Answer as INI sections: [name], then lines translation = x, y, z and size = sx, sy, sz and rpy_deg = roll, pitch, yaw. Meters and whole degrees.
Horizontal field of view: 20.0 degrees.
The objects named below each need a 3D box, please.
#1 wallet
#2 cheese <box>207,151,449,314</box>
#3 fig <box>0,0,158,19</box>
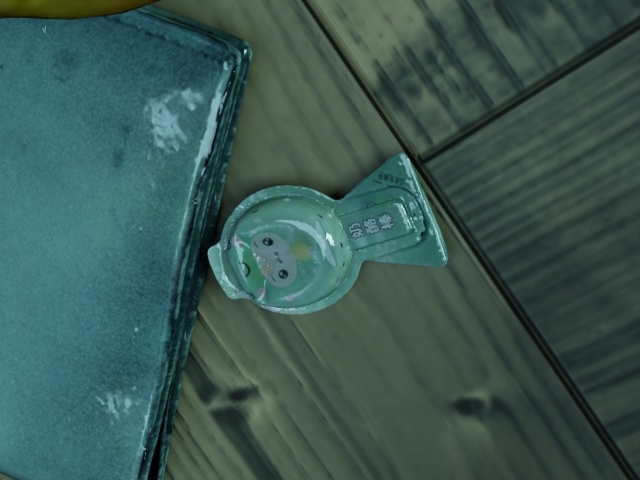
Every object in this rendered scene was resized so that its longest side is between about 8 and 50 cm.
[wallet]
translation = -0.176, -0.008, 0.951
size = 0.251, 0.054, 0.290
rpy_deg = 20, 116, 15
[cheese]
translation = 0.000, 0.000, 0.887
size = 0.121, 0.026, 0.067
rpy_deg = -18, 103, 25
[fig]
translation = -0.121, -0.289, 0.743
size = 0.286, 0.286, 0.368
rpy_deg = -15, 73, 29
